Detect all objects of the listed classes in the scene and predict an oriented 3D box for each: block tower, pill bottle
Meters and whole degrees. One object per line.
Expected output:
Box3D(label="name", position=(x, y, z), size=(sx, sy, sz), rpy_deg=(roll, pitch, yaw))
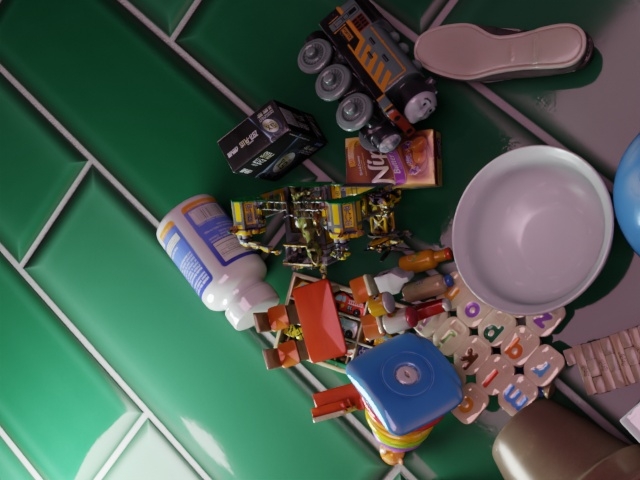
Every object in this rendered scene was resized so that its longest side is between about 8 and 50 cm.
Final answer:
Box3D(label="block tower", position=(0.588, 0.173, 1.517), size=(0.335, 0.091, 0.097), rpy_deg=(-23, 75, 30))
Box3D(label="pill bottle", position=(-0.207, 0.049, 1.881), size=(0.152, 0.152, 0.272), rpy_deg=(-44, 71, 16))

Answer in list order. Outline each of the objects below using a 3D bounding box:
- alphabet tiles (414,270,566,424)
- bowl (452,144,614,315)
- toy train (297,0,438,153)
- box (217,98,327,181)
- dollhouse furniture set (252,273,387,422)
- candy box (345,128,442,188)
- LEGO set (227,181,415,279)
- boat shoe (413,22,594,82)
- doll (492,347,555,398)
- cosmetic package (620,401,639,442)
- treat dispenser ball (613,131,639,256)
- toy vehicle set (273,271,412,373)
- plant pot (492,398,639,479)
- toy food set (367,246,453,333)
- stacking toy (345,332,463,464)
Box3D(label="alphabet tiles", position=(0.304, 0.186, 1.668), size=(0.278, 0.021, 0.284), rpy_deg=(-50, 56, 3))
Box3D(label="bowl", position=(0.393, -0.009, 1.599), size=(0.297, 0.134, 0.298), rpy_deg=(-9, 74, 36))
Box3D(label="toy train", position=(0.090, -0.320, 1.746), size=(0.190, 0.142, 0.334), rpy_deg=(-40, 55, 13))
Box3D(label="box", position=(-0.094, -0.197, 1.825), size=(0.147, 0.180, 0.078), rpy_deg=(-34, 74, 19))
Box3D(label="dollhouse furniture set", position=(0.013, 0.206, 1.737), size=(0.262, 0.135, 0.259), rpy_deg=(-20, 79, 23))
Box3D(label="candy box", position=(0.143, -0.153, 1.784), size=(0.186, 0.053, 0.109), rpy_deg=(-4, 86, 26))
Box3D(label="LEGO set", position=(0.000, 0.000, 1.729), size=(0.331, 0.255, 0.192), rpy_deg=(0, 104, 26))
Box3D(label="boat shoe", position=(0.341, -0.343, 1.692), size=(0.335, 0.095, 0.112), rpy_deg=(5, 86, 30))
Box3D(label="doll", position=(0.342, 0.226, 1.674), size=(0.189, 0.046, 0.129), rpy_deg=(14, 96, 31))
Box3D(label="cosmetic package", position=(0.563, 0.299, 1.465), size=(0.085, 0.231, 0.117), rpy_deg=(-46, 71, 15))
Box3D(label="treat dispenser ball", position=(0.612, -0.074, 1.432), size=(0.288, 0.288, 0.288), rpy_deg=(-1, 87, 25))
Box3D(label="toy vehicle set", position=(0.046, 0.177, 1.820), size=(0.266, 0.035, 0.166), rpy_deg=(15, 94, 25))
Box3D(label="plant pot", position=(0.422, 0.397, 1.542), size=(0.263, 0.263, 0.229), rpy_deg=(-54, 49, 13))
Box3D(label="toy food set", position=(0.178, 0.093, 1.667), size=(0.104, 0.232, 0.111), rpy_deg=(-19, 97, 27))
Box3D(label="stacking toy", position=(0.146, 0.328, 1.666), size=(0.165, 0.302, 0.175), rpy_deg=(-24, 53, -21))
